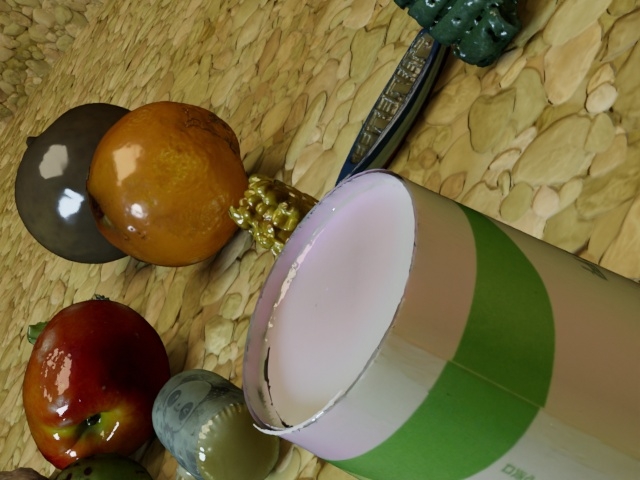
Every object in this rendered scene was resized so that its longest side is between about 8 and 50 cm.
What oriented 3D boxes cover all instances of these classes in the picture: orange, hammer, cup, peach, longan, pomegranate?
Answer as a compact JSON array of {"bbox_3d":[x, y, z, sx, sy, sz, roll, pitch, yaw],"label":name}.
[{"bbox_3d":[-0.222,-0.082,1.458,0.246,0.246,0.246,-40,33,34],"label":"orange"},{"bbox_3d":[-0.156,0.310,1.147,0.202,0.113,0.306,15,86,65],"label":"hammer"},{"bbox_3d":[0.107,0.090,0.698,0.253,0.274,0.253,-40,34,34],"label":"cup"},{"bbox_3d":[-0.317,0.203,1.397,0.243,0.199,0.244,-52,26,39],"label":"peach"},{"bbox_3d":[-0.397,-0.104,1.749,0.297,0.297,0.297,-40,33,34],"label":"longan"},{"bbox_3d":[-0.280,0.359,1.271,0.148,0.148,0.169,-13,72,55],"label":"pomegranate"}]

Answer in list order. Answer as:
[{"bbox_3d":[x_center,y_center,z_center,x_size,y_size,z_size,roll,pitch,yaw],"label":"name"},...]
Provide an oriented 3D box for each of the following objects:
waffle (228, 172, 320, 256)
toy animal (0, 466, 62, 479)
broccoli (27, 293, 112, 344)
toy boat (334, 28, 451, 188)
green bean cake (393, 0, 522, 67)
[{"bbox_3d":[0.000,0.000,1.054,0.070,0.193,0.197,-61,26,6],"label":"waffle"},{"bbox_3d":[-0.420,0.434,1.347,0.358,0.188,0.227,-151,64,-65],"label":"toy animal"},{"bbox_3d":[-0.399,0.158,1.630,0.154,0.160,0.167,110,159,-55],"label":"broccoli"},{"bbox_3d":[0.090,-0.153,1.209,0.229,0.045,0.080,-61,28,0],"label":"toy boat"},{"bbox_3d":[0.177,-0.329,1.134,0.208,0.193,0.107,-50,-3,-33],"label":"green bean cake"}]
